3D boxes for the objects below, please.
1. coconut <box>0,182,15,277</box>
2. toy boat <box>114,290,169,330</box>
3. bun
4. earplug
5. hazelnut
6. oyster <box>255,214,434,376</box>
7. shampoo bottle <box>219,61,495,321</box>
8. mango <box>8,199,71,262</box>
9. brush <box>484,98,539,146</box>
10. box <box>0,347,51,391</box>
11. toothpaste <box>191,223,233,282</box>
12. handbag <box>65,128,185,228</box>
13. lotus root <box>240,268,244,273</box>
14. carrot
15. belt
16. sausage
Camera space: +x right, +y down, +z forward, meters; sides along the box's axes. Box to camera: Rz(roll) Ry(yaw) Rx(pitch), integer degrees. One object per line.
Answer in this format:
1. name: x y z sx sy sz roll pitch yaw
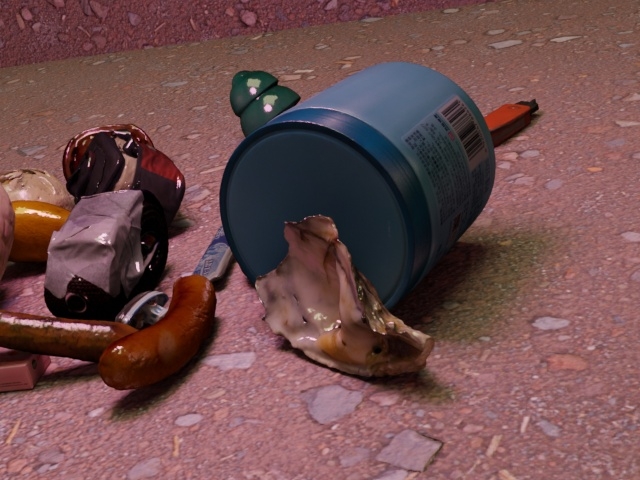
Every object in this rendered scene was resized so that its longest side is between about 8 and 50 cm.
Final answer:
1. coconut: -0.716 -0.011 1.764 0.344 0.415 0.415 -39 20 10
2. toy boat: -0.277 0.120 1.674 0.066 0.059 0.140 24 26 8
3. bun: -0.646 -0.069 2.169 0.259 0.152 0.259 -7 22 3
4. earplug: -0.081 -0.327 2.502 0.257 0.280 0.164 -48 3 0
5. hazelnut: -0.463 -0.176 2.305 0.201 0.170 0.160 -19 23 8
6. oyster: 0.024 0.083 1.457 0.100 0.271 0.275 -27 -5 -34
7. shampoo bottle: 0.072 -0.084 1.636 0.331 0.331 0.342 4 25 31
8. mango: -0.538 -0.014 1.998 0.227 0.147 0.109 -1 48 9
9. brush: 0.379 -0.242 2.242 0.070 0.051 0.323 15 30 35
10. box: -0.491 0.195 1.605 0.125 0.043 0.089 -7 22 8
11. toothpaste: -0.179 0.017 1.889 0.069 0.047 0.268 6 29 8
12. handbag: -0.391 -0.121 2.082 0.181 0.181 0.254 24 9 -29
13. lotus root: -0.090 0.017 1.782 0.113 0.088 0.192 -38 15 18
14. carrot: -0.402 0.144 1.577 0.260 0.070 0.070 8 23 -3
15. belt: -0.347 0.025 1.769 0.164 0.184 0.289 0 30 14
16. sausage: -0.227 0.139 1.557 0.102 0.076 0.302 22 27 7
